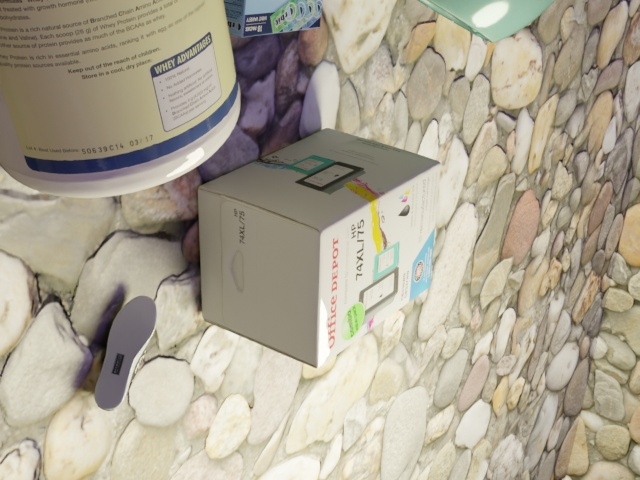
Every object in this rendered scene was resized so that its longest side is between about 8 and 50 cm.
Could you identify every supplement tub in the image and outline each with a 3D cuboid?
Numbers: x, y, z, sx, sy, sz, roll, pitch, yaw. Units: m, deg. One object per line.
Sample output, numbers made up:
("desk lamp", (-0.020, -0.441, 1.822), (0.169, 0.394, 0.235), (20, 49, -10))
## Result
("supplement tub", (-0.204, -0.225, 0.881), (0.235, 0.235, 0.324), (-43, 140, -37))

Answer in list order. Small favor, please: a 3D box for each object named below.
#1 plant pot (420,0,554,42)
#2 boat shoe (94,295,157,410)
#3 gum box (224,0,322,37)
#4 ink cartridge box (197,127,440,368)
("plant pot", (0.220, -0.412, 1.405), (0.235, 0.293, 0.293), (-59, 150, 10))
("boat shoe", (-0.232, 0.132, 1.234), (0.040, 0.049, 0.142), (134, -23, -84))
("gum box", (-0.050, -0.343, 1.241), (0.157, 0.041, 0.184), (-22, 126, -51))
("ink cartridge box", (0.000, 0.000, 1.363), (0.270, 0.197, 0.198), (-31, 131, -46))
